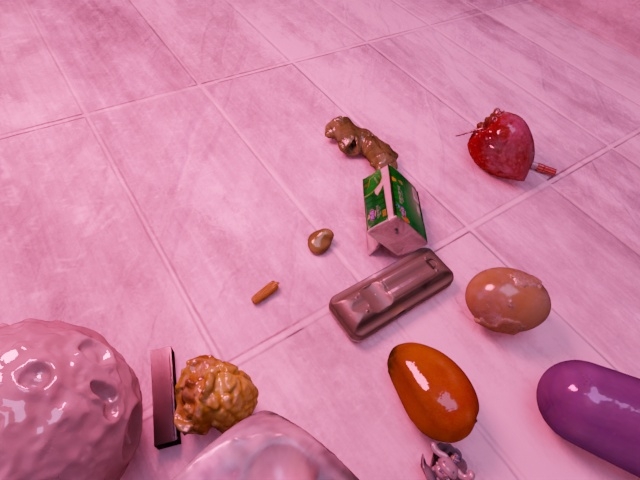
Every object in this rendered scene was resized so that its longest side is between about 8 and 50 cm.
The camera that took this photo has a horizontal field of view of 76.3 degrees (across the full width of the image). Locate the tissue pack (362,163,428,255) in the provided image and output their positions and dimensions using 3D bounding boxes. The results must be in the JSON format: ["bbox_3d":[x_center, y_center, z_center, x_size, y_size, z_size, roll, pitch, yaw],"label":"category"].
[{"bbox_3d":[0.183,-0.073,1.130,0.148,0.156,0.209,36,39,-34],"label":"tissue pack"}]

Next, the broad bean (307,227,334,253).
[{"bbox_3d":[0.000,0.000,1.108,0.063,0.045,0.083,40,66,8],"label":"broad bean"}]

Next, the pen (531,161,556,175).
[{"bbox_3d":[0.698,-0.277,1.416,0.239,0.028,0.028,22,54,9],"label":"pen"}]

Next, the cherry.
[{"bbox_3d":[0.596,-0.299,1.328,0.175,0.192,0.250,-6,65,-59],"label":"cherry"}]

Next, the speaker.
[{"bbox_3d":[-0.317,0.315,0.828,0.046,0.040,0.191,-10,56,-12],"label":"speaker"}]

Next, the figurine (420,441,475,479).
[{"bbox_3d":[0.240,0.435,0.784,0.086,0.082,0.094,-26,66,1],"label":"figurine"}]

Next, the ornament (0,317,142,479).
[{"bbox_3d":[-0.451,0.297,0.643,0.337,0.337,0.337,4,53,-5],"label":"ornament"}]

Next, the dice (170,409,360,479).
[{"bbox_3d":[-0.082,0.471,0.552,0.330,0.348,0.328,38,56,19],"label":"dice"}]

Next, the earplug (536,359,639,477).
[{"bbox_3d":[0.673,0.388,0.814,0.456,0.215,0.215,21,53,13],"label":"earplug"}]

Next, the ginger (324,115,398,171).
[{"bbox_3d":[0.135,-0.308,1.334,0.290,0.089,0.137,36,39,13],"label":"ginger"}]

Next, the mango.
[{"bbox_3d":[0.237,0.308,0.858,0.151,0.120,0.221,-12,47,-16],"label":"mango"}]

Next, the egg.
[{"bbox_3d":[0.452,0.146,0.986,0.201,0.164,0.164,11,52,-6],"label":"egg"}]

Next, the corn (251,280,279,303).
[{"bbox_3d":[-0.134,0.127,1.004,0.083,0.028,0.027,-36,71,-25],"label":"corn"}]

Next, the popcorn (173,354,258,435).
[{"bbox_3d":[-0.207,0.298,0.790,0.173,0.173,0.142,5,69,-4],"label":"popcorn"}]

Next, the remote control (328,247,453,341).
[{"bbox_3d":[0.185,0.124,1.023,0.335,0.065,0.128,-26,62,-24],"label":"remote control"}]
